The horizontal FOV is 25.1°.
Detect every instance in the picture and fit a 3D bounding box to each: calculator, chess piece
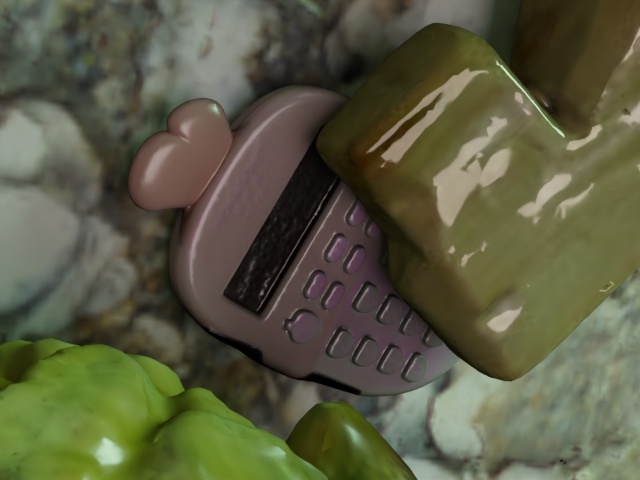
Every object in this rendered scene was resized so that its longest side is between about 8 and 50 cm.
[{"bbox_3d":[0.000,0.000,0.541,0.166,0.024,0.103,32,88,-30],"label":"calculator"},{"bbox_3d":[0.132,-0.087,0.532,0.301,0.137,0.137,-48,117,-3],"label":"chess piece"}]

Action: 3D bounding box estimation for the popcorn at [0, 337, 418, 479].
[{"bbox_3d":[-0.073,0.160,0.439,0.258,0.224,0.270,35,77,-44],"label":"popcorn"}]
